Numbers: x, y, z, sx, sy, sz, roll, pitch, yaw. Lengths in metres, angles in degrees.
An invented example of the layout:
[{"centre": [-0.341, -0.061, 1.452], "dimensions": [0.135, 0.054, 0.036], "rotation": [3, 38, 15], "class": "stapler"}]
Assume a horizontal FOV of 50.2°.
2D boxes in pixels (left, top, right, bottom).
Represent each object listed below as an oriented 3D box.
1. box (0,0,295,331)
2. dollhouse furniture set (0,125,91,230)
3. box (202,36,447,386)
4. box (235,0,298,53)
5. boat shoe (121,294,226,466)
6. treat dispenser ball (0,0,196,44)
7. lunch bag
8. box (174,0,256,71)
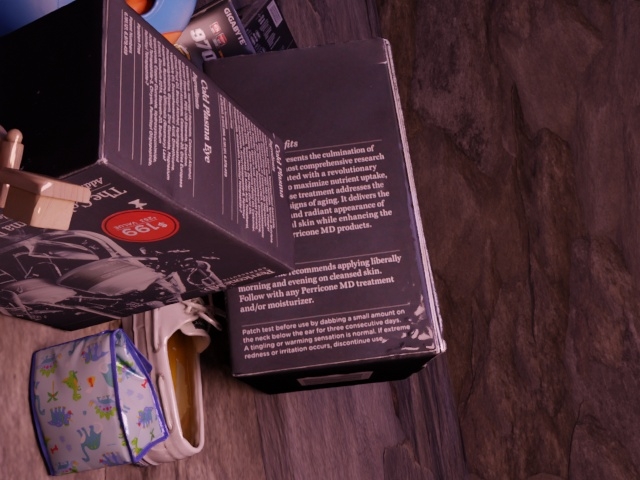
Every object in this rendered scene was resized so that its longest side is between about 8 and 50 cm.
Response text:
[{"centre": [-0.250, -0.048, 0.728], "dimensions": [0.312, 0.343, 0.179], "rotation": [33, 46, -58], "class": "box"}, {"centre": [-0.370, -0.143, 0.438], "dimensions": [0.303, 0.355, 0.174], "rotation": [9, 96, -65], "class": "dollhouse furniture set"}, {"centre": [0.000, 0.000, 1.161], "dimensions": [0.480, 0.297, 0.472], "rotation": [85, -1, -74], "class": "box"}, {"centre": [-0.153, -0.382, 1.418], "dimensions": [0.163, 0.142, 0.247], "rotation": [62, 25, -28], "class": "box"}, {"centre": [-0.201, 0.127, 0.983], "dimensions": [0.136, 0.156, 0.367], "rotation": [39, 42, -56], "class": "boat shoe"}, {"centre": [-0.298, -0.349, 0.863], "dimensions": [0.288, 0.288, 0.288], "rotation": [46, 37, -51], "class": "treat dispenser ball"}, {"centre": [-0.271, 0.189, 0.820], "dimensions": [0.096, 0.128, 0.151], "rotation": [-29, 102, -72], "class": "lunch bag"}, {"centre": [-0.196, -0.301, 1.240], "dimensions": [0.051, 0.175, 0.220], "rotation": [35, -25, 59], "class": "box"}]
